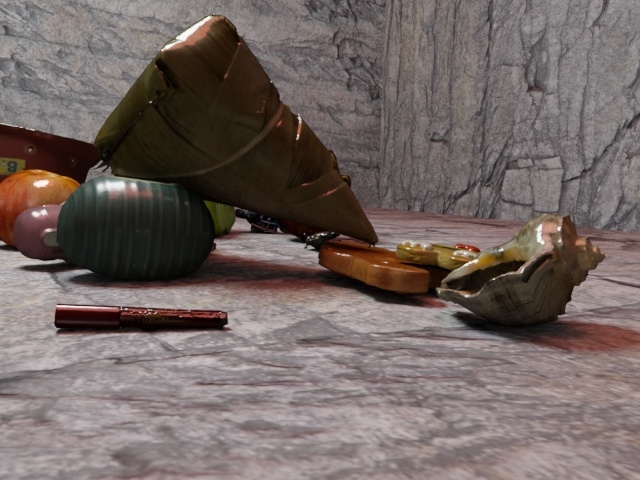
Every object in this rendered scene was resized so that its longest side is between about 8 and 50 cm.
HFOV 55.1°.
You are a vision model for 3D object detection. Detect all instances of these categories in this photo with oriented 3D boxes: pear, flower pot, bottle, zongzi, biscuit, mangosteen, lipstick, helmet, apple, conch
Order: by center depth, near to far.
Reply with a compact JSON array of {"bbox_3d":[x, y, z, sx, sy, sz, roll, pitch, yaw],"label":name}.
[{"bbox_3d":[-0.187,0.081,0.653,0.176,0.027,0.027,2,5,-12],"label":"lipstick"},{"bbox_3d":[0.225,0.037,0.725,0.207,0.130,0.155,-11,-16,34],"label":"conch"},{"bbox_3d":[0.221,0.024,0.967,0.158,0.035,0.240,14,7,30],"label":"biscuit"},{"bbox_3d":[-0.289,-0.020,0.982,0.243,0.157,0.189,7,1,-31],"label":"flower pot"},{"bbox_3d":[0.106,0.046,0.991,0.202,0.047,0.334,5,6,-28],"label":"biscuit"},{"bbox_3d":[-0.410,-0.016,1.100,0.120,0.121,0.253,7,9,43],"label":"bottle"},{"bbox_3d":[-0.196,-0.096,1.151,0.500,0.467,0.218,-21,21,50],"label":"zongzi"},{"bbox_3d":[-0.594,-0.068,1.318,0.209,0.164,0.209,4,7,-1],"label":"apple"},{"bbox_3d":[-0.739,-0.125,1.492,0.384,0.230,0.337,5,-13,-14],"label":"helmet"},{"bbox_3d":[-0.009,-0.124,1.636,0.215,0.258,0.215,11,-20,4],"label":"mangosteen"},{"bbox_3d":[-0.390,-0.105,1.700,0.281,0.176,0.286,3,1,2],"label":"pear"}]

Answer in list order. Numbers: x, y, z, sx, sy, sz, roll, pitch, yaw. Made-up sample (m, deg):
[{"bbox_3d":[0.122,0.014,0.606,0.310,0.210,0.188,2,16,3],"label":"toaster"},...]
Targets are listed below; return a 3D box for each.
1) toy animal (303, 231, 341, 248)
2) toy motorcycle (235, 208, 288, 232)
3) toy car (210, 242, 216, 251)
[{"bbox_3d":[0.000,0.000,1.450,0.065,0.047,0.135,-1,6,20],"label":"toy animal"},{"bbox_3d":[-0.151,-0.059,1.851,0.213,0.082,0.122,14,5,0],"label":"toy motorcycle"},{"bbox_3d":[-0.242,0.019,1.262,0.041,0.025,0.093,4,9,6],"label":"toy car"}]
